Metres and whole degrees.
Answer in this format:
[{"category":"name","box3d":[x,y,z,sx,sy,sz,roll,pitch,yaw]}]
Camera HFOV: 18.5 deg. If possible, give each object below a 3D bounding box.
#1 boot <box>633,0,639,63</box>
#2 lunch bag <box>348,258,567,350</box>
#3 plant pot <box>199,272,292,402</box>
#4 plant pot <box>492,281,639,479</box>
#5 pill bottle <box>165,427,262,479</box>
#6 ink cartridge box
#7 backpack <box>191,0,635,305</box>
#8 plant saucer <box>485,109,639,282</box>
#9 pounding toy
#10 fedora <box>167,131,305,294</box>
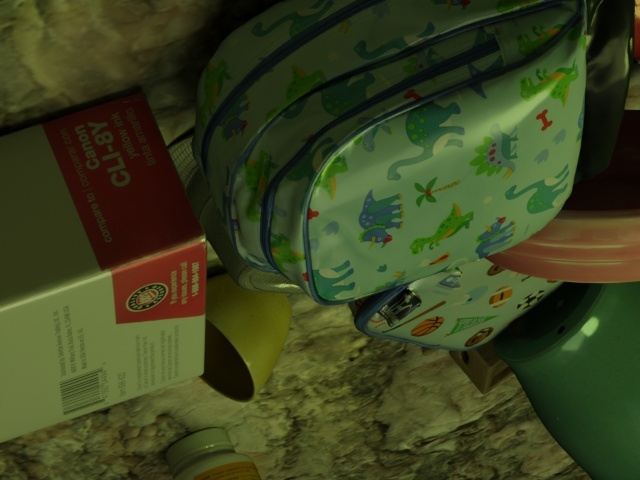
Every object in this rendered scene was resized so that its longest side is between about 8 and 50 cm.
[{"category":"boot","box3d":[0.303,-0.181,1.845,0.176,0.088,0.244,-21,151,-4]},{"category":"lunch bag","box3d":[0.162,0.011,2.091,0.243,0.115,0.303,-37,156,23]},{"category":"plant pot","box3d":[-0.084,0.084,2.002,0.095,0.134,0.134,-43,166,-25]},{"category":"plant pot","box3d":[0.346,0.134,2.256,0.255,0.271,0.271,41,120,-22]},{"category":"pill bottle","box3d":[-0.115,0.342,2.402,0.117,0.215,0.117,-21,157,-9]},{"category":"ink cartridge box","box3d":[-0.301,0.057,1.649,0.385,0.160,0.279,-19,157,-14]},{"category":"backpack","box3d":[0.072,-0.102,1.597,0.355,0.273,0.290,-7,143,-7]},{"category":"plant saucer","box3d":[0.267,-0.040,1.842,0.332,0.332,0.084,-14,111,-24]},{"category":"pounding toy","box3d":[0.207,0.116,2.414,0.130,0.100,0.141,-35,162,-12]},{"category":"fedora","box3d":[-0.014,-0.031,1.796,0.275,0.124,0.244,-14,155,-24]}]
